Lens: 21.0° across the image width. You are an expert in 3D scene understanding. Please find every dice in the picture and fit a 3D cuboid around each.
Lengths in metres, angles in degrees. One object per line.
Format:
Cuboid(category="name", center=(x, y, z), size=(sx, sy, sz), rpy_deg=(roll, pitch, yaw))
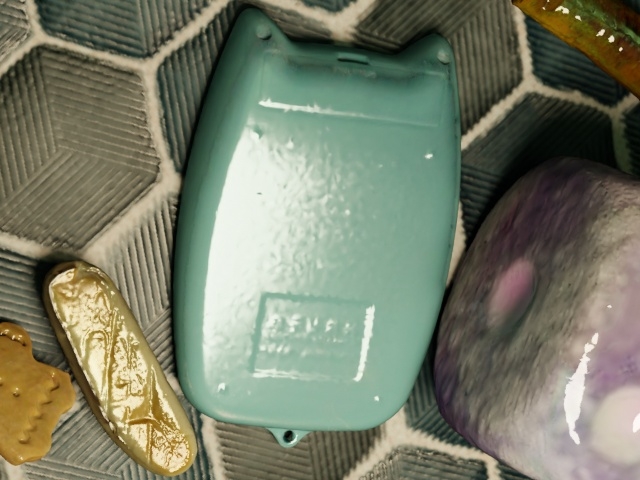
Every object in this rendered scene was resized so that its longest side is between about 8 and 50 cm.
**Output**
Cuboid(category="dice", center=(0.279, 0.094, 1.523), size=(0.271, 0.270, 0.270), rpy_deg=(23, 92, -21))

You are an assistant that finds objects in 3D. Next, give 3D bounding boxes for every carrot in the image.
Cuboid(category="carrot", center=(0.280, -0.173, 1.586), size=(0.260, 0.070, 0.070), rpy_deg=(32, 89, -20))

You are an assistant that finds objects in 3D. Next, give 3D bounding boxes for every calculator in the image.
Cuboid(category="calculator", center=(0.000, 0.000, 1.532), size=(0.256, 0.054, 0.386), rpy_deg=(6, 101, -19))

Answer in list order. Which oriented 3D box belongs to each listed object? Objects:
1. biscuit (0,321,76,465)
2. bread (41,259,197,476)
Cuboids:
Cuboid(category="biscuit", center=(-0.290, 0.109, 1.430), size=(0.184, 0.027, 0.133), rpy_deg=(40, 46, -1))
Cuboid(category="bread", center=(-0.177, 0.111, 1.491), size=(0.073, 0.053, 0.214), rpy_deg=(-31, 105, -15))
